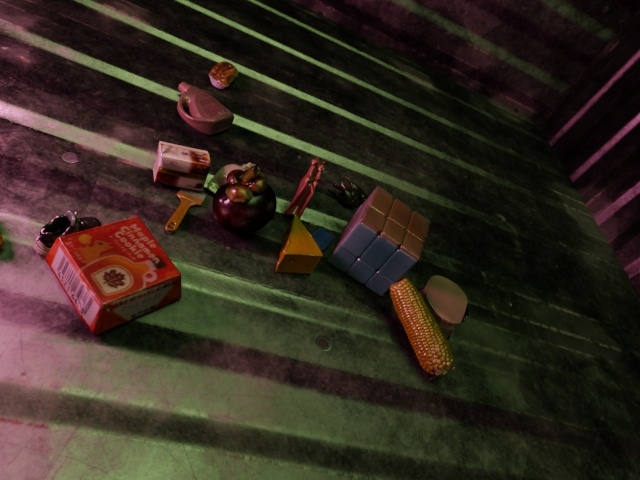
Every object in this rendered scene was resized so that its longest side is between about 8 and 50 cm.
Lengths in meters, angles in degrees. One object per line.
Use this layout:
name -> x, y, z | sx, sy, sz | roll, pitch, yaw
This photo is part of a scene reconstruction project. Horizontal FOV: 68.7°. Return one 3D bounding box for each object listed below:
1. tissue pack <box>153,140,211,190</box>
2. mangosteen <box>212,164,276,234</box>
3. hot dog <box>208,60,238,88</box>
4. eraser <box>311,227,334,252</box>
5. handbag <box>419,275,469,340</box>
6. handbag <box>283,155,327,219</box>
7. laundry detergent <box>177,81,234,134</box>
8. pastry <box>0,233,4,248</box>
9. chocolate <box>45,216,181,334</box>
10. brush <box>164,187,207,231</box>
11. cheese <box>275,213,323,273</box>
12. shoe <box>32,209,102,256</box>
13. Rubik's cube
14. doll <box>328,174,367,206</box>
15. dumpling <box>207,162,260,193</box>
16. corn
tissue pack -> -0.423, -0.224, 1.427 | 0.149, 0.106, 0.099 | 8, 35, -27
mangosteen -> -0.223, -0.126, 1.379 | 0.194, 0.230, 0.194 | 4, 45, -4
hot dog -> -0.399, -0.694, 1.947 | 0.099, 0.053, 0.192 | 30, 43, -10
eraser -> 0.000, 0.000, 1.559 | 0.063, 0.027, 0.085 | 38, 41, 6
handbag -> 0.386, 0.225, 1.531 | 0.179, 0.116, 0.205 | 38, 40, 3
handbag -> -0.048, -0.181, 1.602 | 0.059, 0.157, 0.212 | 28, 41, -8
laundry detergent -> -0.447, -0.482, 1.692 | 0.237, 0.076, 0.171 | 41, 41, 8
pastry -> -0.776, -0.035, 1.060 | 0.080, 0.056, 0.140 | -16, 67, -34
chocolate -> -0.481, 0.068, 1.116 | 0.235, 0.108, 0.237 | -22, 64, -46
brush -> -0.406, -0.093, 1.389 | 0.083, 0.010, 0.218 | 25, 39, -11
cheese -> -0.082, 0.008, 1.447 | 0.126, 0.093, 0.171 | 6, 48, -26
shoe -> -0.605, -0.031, 1.133 | 0.071, 0.099, 0.169 | 42, 40, 12
Rubik's cube -> 0.195, 0.003, 1.535 | 0.225, 0.231, 0.221 | 34, 41, -4
doll -> 0.124, -0.174, 1.793 | 0.165, 0.057, 0.139 | 41, 38, 0
dumpling -> -0.265, -0.183, 1.521 | 0.150, 0.092, 0.176 | 57, 36, 5
corn -> 0.301, 0.261, 1.417 | 0.106, 0.106, 0.305 | -15, 72, -42
